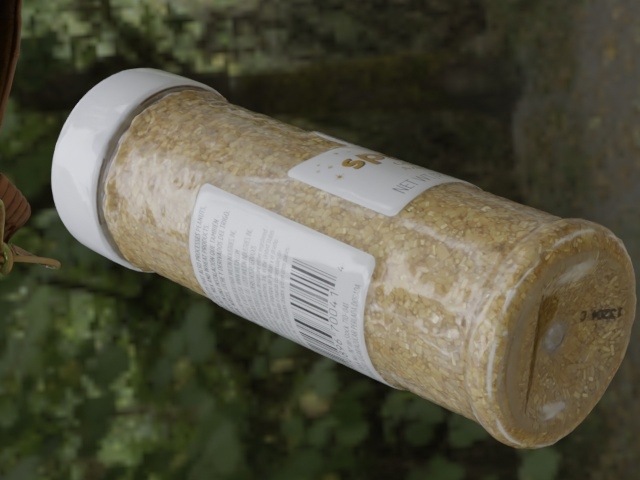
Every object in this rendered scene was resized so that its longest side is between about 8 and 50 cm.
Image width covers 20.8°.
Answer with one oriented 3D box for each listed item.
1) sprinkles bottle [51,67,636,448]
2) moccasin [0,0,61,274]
[{"bbox_3d":[0.000,0.000,0.969,0.355,0.121,0.121,23,122,41],"label":"sprinkles bottle"},{"bbox_3d":[-0.269,-0.027,1.265,0.139,0.147,0.380,79,-170,-60],"label":"moccasin"}]
